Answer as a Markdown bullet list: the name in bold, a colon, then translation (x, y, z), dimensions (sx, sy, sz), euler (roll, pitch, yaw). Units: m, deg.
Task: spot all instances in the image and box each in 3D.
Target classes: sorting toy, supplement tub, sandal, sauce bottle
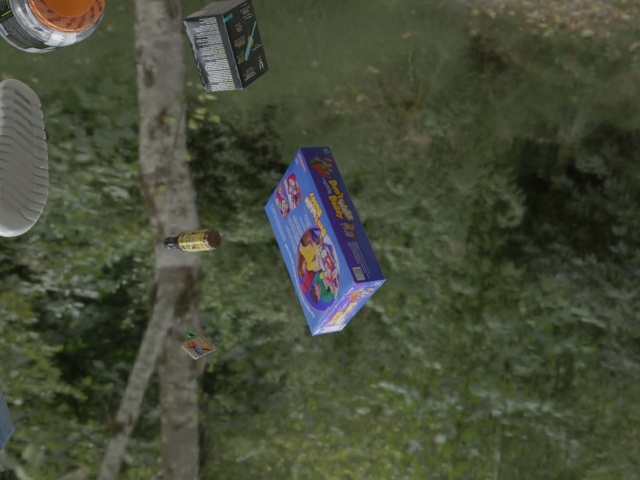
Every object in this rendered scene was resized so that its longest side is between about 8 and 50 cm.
- **sorting toy**: translation (-0.297, 0.243, 2.060), dimensions (0.062, 0.012, 0.083), euler (-25, -130, -39)
- **supplement tub**: translation (-0.574, -0.504, 1.836), dimensions (0.193, 0.194, 0.316), euler (14, 179, -31)
- **sandal**: translation (-0.715, -0.181, 2.003), dimensions (0.102, 0.416, 0.169), euler (-22, 145, 29)
- **sauce bottle**: translation (-0.248, 0.002, 1.662), dimensions (0.128, 0.042, 0.042), euler (-8, 164, 36)

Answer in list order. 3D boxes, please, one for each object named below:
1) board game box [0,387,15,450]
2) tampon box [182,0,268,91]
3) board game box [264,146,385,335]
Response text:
- **board game box**: translation (-0.713, 0.322, 1.798), dimensions (0.027, 0.281, 0.145), euler (-6, -156, 8)
- **tampon box**: translation (-0.195, -0.407, 1.814), dimensions (0.101, 0.161, 0.120), euler (2, -150, 28)
- **board game box**: translation (0.000, 0.000, 1.921), dimensions (0.078, 0.347, 0.233), euler (-6, 151, -30)
